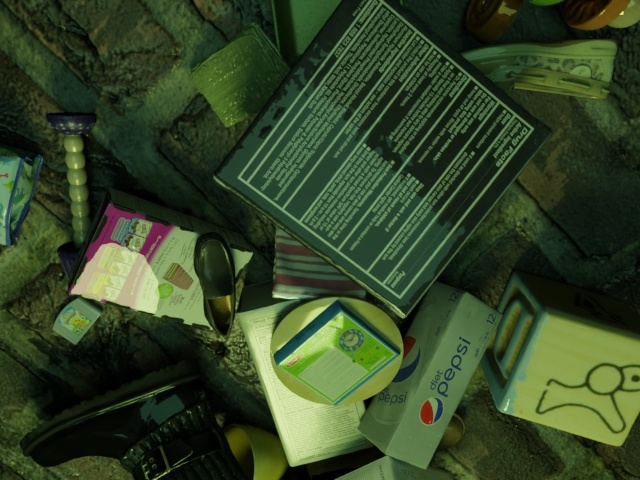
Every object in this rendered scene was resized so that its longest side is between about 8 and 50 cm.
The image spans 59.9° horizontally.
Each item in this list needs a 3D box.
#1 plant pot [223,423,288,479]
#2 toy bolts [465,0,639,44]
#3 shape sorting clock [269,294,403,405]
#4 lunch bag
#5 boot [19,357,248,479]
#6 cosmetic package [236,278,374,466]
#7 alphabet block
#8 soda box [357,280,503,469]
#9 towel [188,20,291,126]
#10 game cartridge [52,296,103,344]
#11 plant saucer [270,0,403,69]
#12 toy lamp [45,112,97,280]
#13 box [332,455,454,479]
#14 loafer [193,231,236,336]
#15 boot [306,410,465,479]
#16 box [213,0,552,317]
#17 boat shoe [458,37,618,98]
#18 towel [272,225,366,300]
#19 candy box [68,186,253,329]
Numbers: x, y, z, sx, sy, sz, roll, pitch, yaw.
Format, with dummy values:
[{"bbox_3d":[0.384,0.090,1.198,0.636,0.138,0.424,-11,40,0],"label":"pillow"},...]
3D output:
[{"bbox_3d":[-0.115,0.400,1.011,0.095,0.134,0.134,8,111,-37],"label":"plant pot"},{"bbox_3d":[0.334,-0.370,0.768,0.159,0.218,0.228,16,74,-21],"label":"toy bolts"},{"bbox_3d":[0.025,0.172,0.861,0.206,0.040,0.206,-2,119,-3],"label":"shape sorting clock"},{"bbox_3d":[-0.515,-0.079,0.845,0.129,0.096,0.151,18,97,-8],"label":"lunch bag"},{"bbox_3d":[-0.314,0.378,0.928,0.348,0.131,0.260,-24,78,5],"label":"boot"},{"bbox_3d":[-0.020,0.216,0.953,0.160,0.113,0.309,-14,108,2],"label":"cosmetic package"},{"bbox_3d":[0.396,0.183,0.905,0.197,0.193,0.192,17,108,0],"label":"alphabet block"},{"bbox_3d":[0.180,0.216,0.916,0.098,0.091,0.286,30,84,-27],"label":"soda box"},{"bbox_3d":[-0.115,-0.240,0.820,0.148,0.027,0.110,-25,111,30],"label":"towel"},{"bbox_3d":[-0.424,0.136,0.961,0.056,0.017,0.083,39,102,-10],"label":"game cartridge"},{"bbox_3d":[0.023,-0.346,0.804,0.189,0.045,0.188,-7,108,0],"label":"plant saucer"},{"bbox_3d":[-0.378,-0.059,0.868,0.080,0.080,0.274,1,105,-3],"label":"toy lamp"},{"bbox_3d":[0.056,0.481,0.987,0.322,0.058,0.232,-32,138,22],"label":"box"},{"bbox_3d":[-0.153,0.068,0.843,0.062,0.061,0.170,-15,122,-16],"label":"loafer"},{"bbox_3d":[0.123,0.388,1.016,0.306,0.115,0.112,-12,107,1],"label":"boot"},{"bbox_3d":[0.070,-0.113,0.731,0.294,0.183,0.296,37,95,-8],"label":"box"},{"bbox_3d":[0.297,-0.244,0.817,0.286,0.104,0.089,-5,106,-1],"label":"boat shoe"},{"bbox_3d":[0.000,0.000,0.867,0.144,0.029,0.196,2,67,-2],"label":"towel"},{"bbox_3d":[-0.246,0.034,0.868,0.234,0.071,0.159,22,107,-30],"label":"candy box"}]
